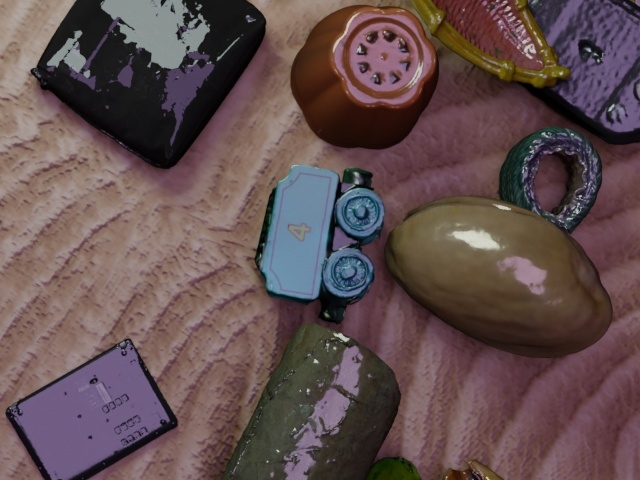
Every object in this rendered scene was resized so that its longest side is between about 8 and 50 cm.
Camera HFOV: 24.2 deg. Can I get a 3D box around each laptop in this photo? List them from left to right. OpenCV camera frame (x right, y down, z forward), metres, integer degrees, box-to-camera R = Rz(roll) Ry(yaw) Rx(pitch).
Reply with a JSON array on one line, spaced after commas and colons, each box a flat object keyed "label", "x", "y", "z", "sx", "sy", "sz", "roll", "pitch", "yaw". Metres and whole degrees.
[{"label": "laptop", "x": -0.284, "y": 0.220, "z": 1.858, "sx": 0.180, "sy": 0.016, "sz": 0.129, "roll": -31, "pitch": 90, "yaw": -7}]

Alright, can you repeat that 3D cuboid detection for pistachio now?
[{"label": "pistachio", "x": 0.222, "y": 0.042, "z": 1.843, "sx": 0.293, "sy": 0.162, "sz": 0.182, "roll": 21, "pitch": 119, "yaw": 13}]

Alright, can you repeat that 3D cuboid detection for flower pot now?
[{"label": "flower pot", "x": 0.064, "y": -0.210, "z": 1.853, "sx": 0.190, "sy": 0.173, "sz": 0.191, "roll": 0, "pitch": 88, "yaw": -7}]

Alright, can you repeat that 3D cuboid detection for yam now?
[{"label": "yam", "x": -0.021, "y": 0.265, "z": 1.816, "sx": 0.168, "sy": 0.168, "sz": 0.304, "roll": 28, "pitch": 82, "yaw": -5}]

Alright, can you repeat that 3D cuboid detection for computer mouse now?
[{"label": "computer mouse", "x": 0.346, "y": -0.242, "z": 1.922, "sx": 0.269, "sy": 0.100, "sz": 0.170, "roll": 38, "pitch": 95, "yaw": 9}]

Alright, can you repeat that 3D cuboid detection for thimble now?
[{"label": "thimble", "x": 0.294, "y": -0.077, "z": 1.917, "sx": 0.118, "sy": 0.090, "sz": 0.135, "roll": 20, "pitch": 86, "yaw": -4}]

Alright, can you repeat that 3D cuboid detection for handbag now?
[{"label": "handbag", "x": -0.211, "y": -0.242, "z": 1.862, "sx": 0.223, "sy": 0.080, "sz": 0.247, "roll": 35, "pitch": 82, "yaw": -4}]

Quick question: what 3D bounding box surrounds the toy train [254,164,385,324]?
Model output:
[{"label": "toy train", "x": 0.000, "y": 0.000, "z": 1.868, "sx": 0.154, "sy": 0.107, "sz": 0.198, "roll": 12, "pitch": 85, "yaw": 1}]

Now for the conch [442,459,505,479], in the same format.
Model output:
[{"label": "conch", "x": 0.235, "y": 0.407, "z": 1.879, "sx": 0.158, "sy": 0.127, "sz": 0.255, "roll": -15, "pitch": 61, "yaw": -25}]

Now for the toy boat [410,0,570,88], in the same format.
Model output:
[{"label": "toy boat", "x": 0.177, "y": -0.304, "z": 1.827, "sx": 0.318, "sy": 0.099, "sz": 0.141, "roll": 43, "pitch": 67, "yaw": -18}]

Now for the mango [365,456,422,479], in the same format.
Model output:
[{"label": "mango", "x": 0.095, "y": 0.360, "z": 1.862, "sx": 0.119, "sy": 0.100, "sz": 0.178, "roll": -1, "pitch": 77, "yaw": -48}]

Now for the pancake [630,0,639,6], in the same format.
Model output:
[{"label": "pancake", "x": 0.450, "y": -0.435, "z": 1.983, "sx": 0.426, "sy": 0.067, "sz": 0.305, "roll": 19, "pitch": 77, "yaw": -5}]
